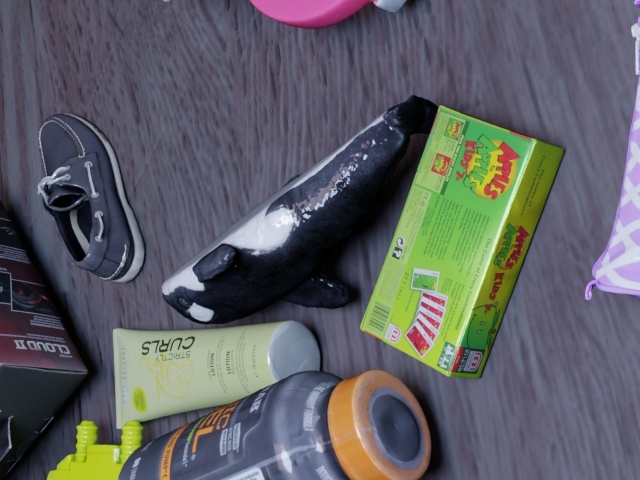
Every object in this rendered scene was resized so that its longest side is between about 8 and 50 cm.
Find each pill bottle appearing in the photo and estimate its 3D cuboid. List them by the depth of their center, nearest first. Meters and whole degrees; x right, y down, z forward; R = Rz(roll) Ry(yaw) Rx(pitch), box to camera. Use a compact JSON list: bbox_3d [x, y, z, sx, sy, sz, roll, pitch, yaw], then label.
[{"bbox_3d":[-0.034,0.180,1.010,0.245,0.130,0.130,-28,66,33],"label":"pill bottle"}]

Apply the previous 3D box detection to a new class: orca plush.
[{"bbox_3d":[0.000,0.000,1.051,0.287,0.151,0.102,-38,97,15],"label":"orca plush"}]

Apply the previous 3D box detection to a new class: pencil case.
[{"bbox_3d":[0.231,-0.056,0.848,0.088,0.086,0.206,9,87,7],"label":"pencil case"}]

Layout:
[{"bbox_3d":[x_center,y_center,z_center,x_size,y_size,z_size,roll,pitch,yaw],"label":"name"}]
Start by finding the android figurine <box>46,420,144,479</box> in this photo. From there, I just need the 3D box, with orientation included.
[{"bbox_3d":[-0.189,0.298,1.175,0.248,0.056,0.273,-4,83,40],"label":"android figurine"}]

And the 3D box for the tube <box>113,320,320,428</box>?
[{"bbox_3d":[-0.105,0.112,1.132,0.240,0.062,0.070,-10,38,44],"label":"tube"}]

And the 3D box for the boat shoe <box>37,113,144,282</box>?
[{"bbox_3d":[-0.234,-0.049,1.260,0.075,0.065,0.206,-45,57,26],"label":"boat shoe"}]

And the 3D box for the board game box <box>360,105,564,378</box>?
[{"bbox_3d":[0.104,0.001,0.977,0.092,0.043,0.181,26,100,39],"label":"board game box"}]

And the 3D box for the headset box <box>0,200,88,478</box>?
[{"bbox_3d":[-0.364,0.109,1.274,0.218,0.110,0.293,-48,56,22],"label":"headset box"}]

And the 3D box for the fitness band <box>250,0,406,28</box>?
[{"bbox_3d":[0.032,-0.303,1.047,0.291,0.054,0.209,-55,52,22],"label":"fitness band"}]
